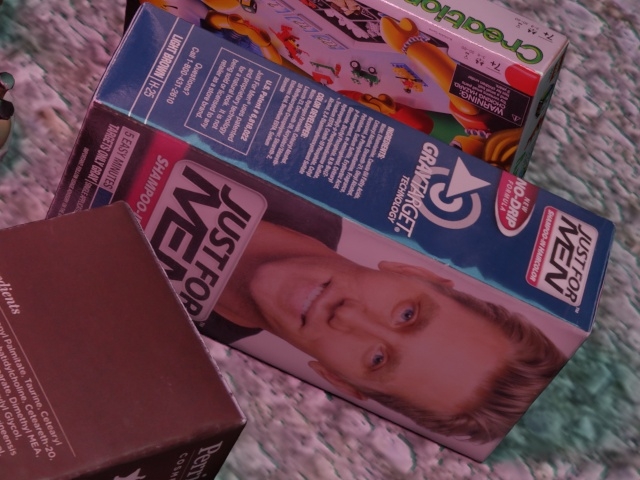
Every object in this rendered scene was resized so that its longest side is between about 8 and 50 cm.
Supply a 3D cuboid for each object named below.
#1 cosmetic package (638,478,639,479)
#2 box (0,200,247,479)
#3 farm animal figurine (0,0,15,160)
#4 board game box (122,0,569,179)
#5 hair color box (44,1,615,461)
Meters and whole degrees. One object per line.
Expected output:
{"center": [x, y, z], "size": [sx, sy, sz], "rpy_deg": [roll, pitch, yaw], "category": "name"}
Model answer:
{"center": [0.251, 0.269, 1.175], "size": [0.107, 0.127, 0.238], "rpy_deg": [-20, 67, -34], "category": "cosmetic package"}
{"center": [-0.185, 0.106, 1.074], "size": [0.203, 0.168, 0.167], "rpy_deg": [-15, 61, -32], "category": "box"}
{"center": [-0.345, -0.225, 1.260], "size": [0.326, 0.172, 0.330], "rpy_deg": [21, 61, -32], "category": "farm animal figurine"}
{"center": [0.005, -0.122, 1.283], "size": [0.305, 0.193, 0.053], "rpy_deg": [27, 49, 13], "category": "board game box"}
{"center": [0.000, 0.000, 1.236], "size": [0.347, 0.174, 0.105], "rpy_deg": [25, 49, -5], "category": "hair color box"}
